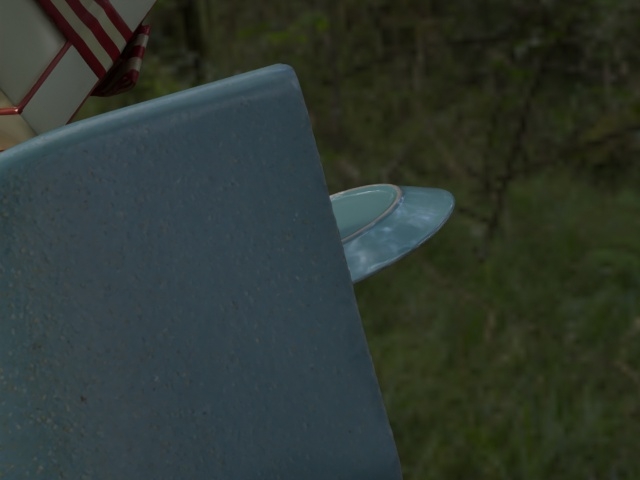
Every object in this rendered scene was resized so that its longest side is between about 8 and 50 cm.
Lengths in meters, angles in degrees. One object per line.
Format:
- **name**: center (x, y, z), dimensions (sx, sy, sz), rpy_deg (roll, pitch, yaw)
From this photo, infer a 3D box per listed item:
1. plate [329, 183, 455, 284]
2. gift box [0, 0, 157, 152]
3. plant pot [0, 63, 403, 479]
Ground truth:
- **plate**: center (0.000, 0.000, 1.257), dimensions (0.188, 0.024, 0.188), rpy_deg (-23, 16, 7)
- **gift box**: center (-0.310, -0.201, 1.580), dimensions (0.255, 0.258, 0.276), rpy_deg (5, 53, 47)
- **plant pot**: center (-0.142, 0.067, 1.034), dimensions (0.252, 0.248, 0.247), rpy_deg (-12, -6, -28)
